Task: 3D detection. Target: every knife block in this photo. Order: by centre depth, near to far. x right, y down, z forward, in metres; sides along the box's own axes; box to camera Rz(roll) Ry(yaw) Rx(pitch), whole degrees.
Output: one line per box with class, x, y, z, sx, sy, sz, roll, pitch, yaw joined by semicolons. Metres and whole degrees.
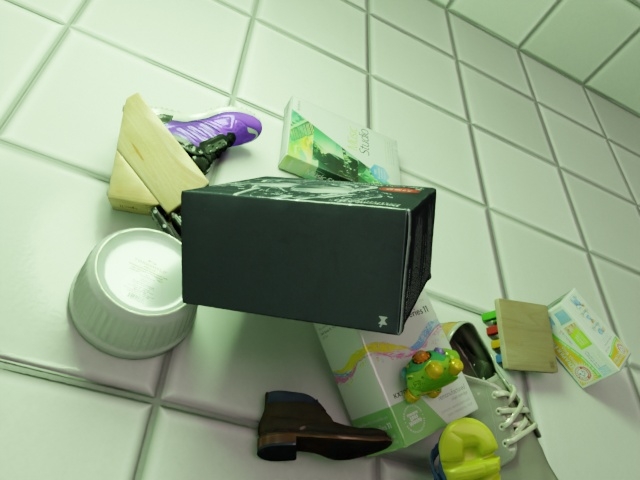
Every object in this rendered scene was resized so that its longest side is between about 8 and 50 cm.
knife block;-0.256;-0.111;1.026;0.242;0.088;0.276;8;77;-13

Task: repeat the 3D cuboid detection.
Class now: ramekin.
ramekin;-0.290;0.077;0.901;0.207;0.109;0.207;18;47;-21

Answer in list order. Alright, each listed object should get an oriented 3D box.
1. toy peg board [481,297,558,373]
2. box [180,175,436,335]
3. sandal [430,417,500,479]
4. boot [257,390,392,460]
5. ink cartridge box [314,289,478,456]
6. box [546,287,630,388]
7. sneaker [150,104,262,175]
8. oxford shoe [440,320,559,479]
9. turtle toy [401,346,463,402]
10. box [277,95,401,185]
toy peg board;0.460;0.231;1.304;0.161;0.079;0.161;10;66;-26
box;0.000;0.000;0.912;0.343;0.179;0.312;6;13;16
sandal;0.259;0.462;0.936;0.126;0.138;0.318;-3;75;-8
boot;0.005;0.297;0.913;0.219;0.082;0.106;3;45;-10
ink cartridge box;0.121;0.187;1.038;0.207;0.119;0.354;-10;70;-38
box;0.638;0.241;1.369;0.103;0.114;0.203;-24;71;-44
sneaker;-0.247;-0.197;1.168;0.293;0.102;0.146;-10;64;-31
oxford shoe;0.344;0.348;1.082;0.169;0.130;0.449;-14;66;-42
turtle toy;0.191;0.217;0.936;0.130;0.095;0.066;0;45;-36
box;0.055;-0.221;1.407;0.321;0.058;0.232;18;47;-19
